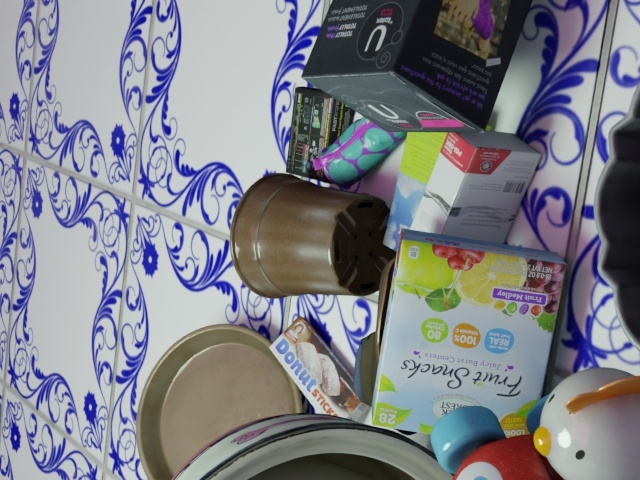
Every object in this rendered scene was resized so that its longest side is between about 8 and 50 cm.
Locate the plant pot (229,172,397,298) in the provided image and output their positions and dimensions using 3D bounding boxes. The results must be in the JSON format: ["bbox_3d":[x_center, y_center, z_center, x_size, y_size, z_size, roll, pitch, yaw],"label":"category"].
[{"bbox_3d":[0.000,0.000,1.490,0.165,0.167,0.167,6,95,47],"label":"plant pot"}]

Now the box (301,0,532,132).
[{"bbox_3d":[0.121,-0.263,1.260,0.165,0.143,0.270,9,74,55],"label":"box"}]

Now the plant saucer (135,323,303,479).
[{"bbox_3d":[-0.141,0.258,1.683,0.277,0.041,0.278,-8,73,27],"label":"plant saucer"}]

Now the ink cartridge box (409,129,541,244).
[{"bbox_3d":[0.168,-0.051,1.300,0.056,0.099,0.135,47,125,46],"label":"ink cartridge box"}]

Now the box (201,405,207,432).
[{"bbox_3d":[-0.170,0.321,1.782,0.126,0.072,0.137,-20,73,51],"label":"box"}]

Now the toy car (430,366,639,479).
[{"bbox_3d":[0.229,0.194,1.077,0.238,0.210,0.219,97,160,-43],"label":"toy car"}]

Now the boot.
[{"bbox_3d":[0.074,0.119,1.433,0.106,0.082,0.219,17,112,56],"label":"boot"}]

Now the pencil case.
[{"bbox_3d":[0.058,-0.128,1.477,0.151,0.070,0.065,-43,56,46],"label":"pencil case"}]

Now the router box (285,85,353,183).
[{"bbox_3d":[-0.001,-0.142,1.585,0.092,0.038,0.123,19,105,53],"label":"router box"}]

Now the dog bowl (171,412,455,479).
[{"bbox_3d":[-0.022,0.379,1.333,0.150,0.407,0.408,-149,65,-68],"label":"dog bowl"}]

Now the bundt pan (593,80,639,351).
[{"bbox_3d":[0.392,-0.019,0.975,0.330,0.124,0.331,-3,86,54],"label":"bundt pan"}]

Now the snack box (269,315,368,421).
[{"bbox_3d":[-0.001,0.178,1.573,0.064,0.022,0.178,-48,47,6],"label":"snack box"}]

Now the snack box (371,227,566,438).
[{"bbox_3d":[0.154,0.104,1.256,0.070,0.174,0.207,-78,-4,-78],"label":"snack box"}]

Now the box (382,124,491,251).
[{"bbox_3d":[0.135,-0.063,1.393,0.109,0.042,0.178,32,116,51],"label":"box"}]
